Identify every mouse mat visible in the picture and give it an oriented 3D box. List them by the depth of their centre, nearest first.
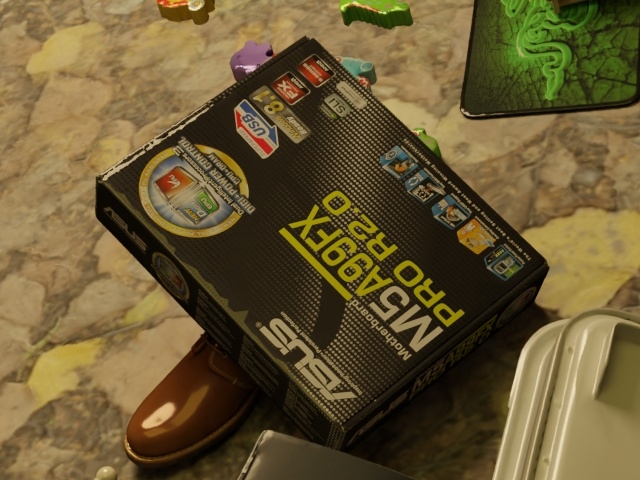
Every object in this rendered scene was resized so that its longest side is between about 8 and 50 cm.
[{"bbox_3d":[0.200,-0.175,1.691,0.152,0.007,0.190,-4,46,16],"label":"mouse mat"}]

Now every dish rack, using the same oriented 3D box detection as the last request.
[{"bbox_3d":[0.243,0.188,1.203,0.285,0.072,0.333,18,52,1],"label":"dish rack"}]

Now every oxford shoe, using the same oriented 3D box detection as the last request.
[{"bbox_3d":[-0.073,0.083,1.489,0.076,0.076,0.212,30,64,36],"label":"oxford shoe"}]

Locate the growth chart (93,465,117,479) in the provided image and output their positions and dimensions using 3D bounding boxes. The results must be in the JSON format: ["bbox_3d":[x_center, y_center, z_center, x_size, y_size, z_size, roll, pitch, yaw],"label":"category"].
[{"bbox_3d":[-0.122,0.246,1.387,0.237,0.021,0.172,26,59,36],"label":"growth chart"}]

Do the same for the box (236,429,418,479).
[{"bbox_3d":[-0.011,0.242,1.207,0.108,0.207,0.153,17,55,16],"label":"box"}]

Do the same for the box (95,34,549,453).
[{"bbox_3d":[0.000,0.000,1.466,0.216,0.060,0.270,-36,70,-26],"label":"box"}]

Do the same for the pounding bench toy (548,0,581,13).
[{"bbox_3d":[0.216,-0.246,1.710,0.065,0.052,0.083,-13,44,8],"label":"pounding bench toy"}]

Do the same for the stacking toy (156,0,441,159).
[{"bbox_3d":[-0.015,-0.133,1.610,0.221,0.167,0.052,11,52,27],"label":"stacking toy"}]
